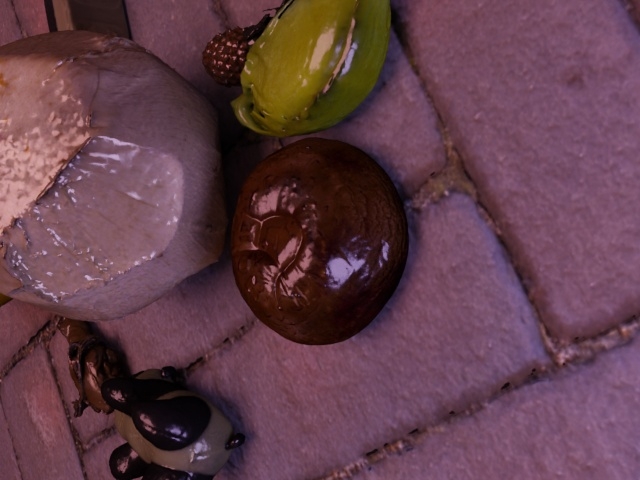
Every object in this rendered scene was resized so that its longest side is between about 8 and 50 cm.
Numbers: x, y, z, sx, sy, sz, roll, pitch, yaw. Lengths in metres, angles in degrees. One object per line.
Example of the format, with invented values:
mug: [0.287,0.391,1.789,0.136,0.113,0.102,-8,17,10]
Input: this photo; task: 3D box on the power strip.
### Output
power strip: [-0.338,-0.300,1.265,0.070,0.105,0.257,-23,77,42]

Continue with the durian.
durian: [-0.006,-0.196,0.952,0.250,0.101,0.139,-53,57,35]

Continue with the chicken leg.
chicken leg: [-0.365,0.182,1.344,0.125,0.080,0.196,-51,57,48]

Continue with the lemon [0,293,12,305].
lemon: [-0.601,-0.009,1.415,0.297,0.297,0.297,3,95,44]

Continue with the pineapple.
pineapple: [-0.071,-0.242,1.039,0.159,0.074,0.074,-23,76,35]

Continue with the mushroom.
mushroom: [-0.010,0.001,0.941,0.194,0.138,0.231,-9,86,44]

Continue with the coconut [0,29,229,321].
coconut: [-0.280,-0.075,1.079,0.346,0.360,0.346,-3,81,17]

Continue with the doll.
doll: [-0.214,0.253,1.161,0.234,0.135,0.144,15,109,47]
